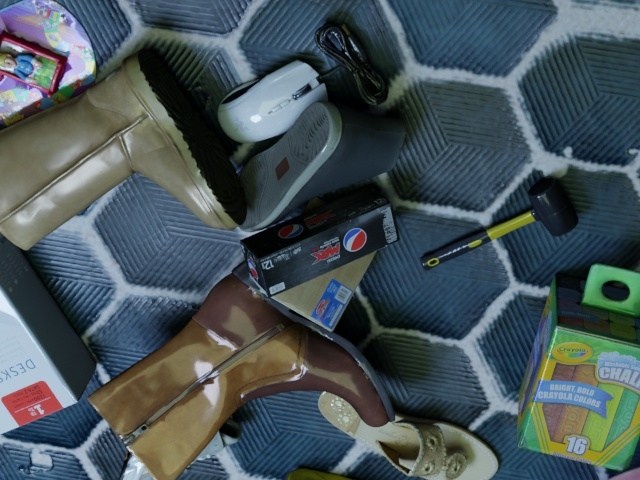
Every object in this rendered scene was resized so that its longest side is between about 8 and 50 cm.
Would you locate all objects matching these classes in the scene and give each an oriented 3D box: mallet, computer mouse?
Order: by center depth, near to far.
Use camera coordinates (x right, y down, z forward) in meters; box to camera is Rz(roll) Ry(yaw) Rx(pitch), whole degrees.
[{"bbox_3d":[-0.030,-0.158,1.711,0.193,0.042,0.106,-28,110,20],"label":"computer mouse"},{"bbox_3d":[0.204,-0.002,1.760,0.190,0.039,0.062,-32,110,26],"label":"mallet"}]

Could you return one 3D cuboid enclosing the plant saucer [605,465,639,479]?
[{"bbox_3d":[0.427,0.376,1.814,0.332,0.084,0.332,-4,137,-4],"label":"plant saucer"}]

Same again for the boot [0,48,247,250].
[{"bbox_3d":[-0.244,-0.062,1.759,0.269,0.089,0.236,-30,93,23],"label":"boot"}]

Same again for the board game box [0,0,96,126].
[{"bbox_3d":[-0.338,-0.194,1.745,0.169,0.033,0.133,-19,112,17],"label":"board game box"}]

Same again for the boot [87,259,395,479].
[{"bbox_3d":[-0.085,0.191,1.798,0.280,0.096,0.264,-43,104,-3],"label":"boot"}]

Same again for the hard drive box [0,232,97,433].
[{"bbox_3d":[-0.412,0.113,1.877,0.181,0.089,0.232,-24,110,19],"label":"hard drive box"}]

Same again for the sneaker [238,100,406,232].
[{"bbox_3d":[-0.002,-0.070,1.730,0.118,0.083,0.222,5,150,-35],"label":"sneaker"}]

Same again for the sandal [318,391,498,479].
[{"bbox_3d":[0.102,0.253,1.872,0.240,0.079,0.088,28,117,-6],"label":"sandal"}]

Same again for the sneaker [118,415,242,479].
[{"bbox_3d":[-0.167,0.248,1.905,0.121,0.099,0.262,23,118,-8],"label":"sneaker"}]

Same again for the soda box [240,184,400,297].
[{"bbox_3d":[0.000,0.000,1.731,0.169,0.060,0.053,-23,120,-14],"label":"soda box"}]

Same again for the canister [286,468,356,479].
[{"bbox_3d":[0.000,0.381,1.955,0.126,0.073,0.170,13,116,4],"label":"canister"}]

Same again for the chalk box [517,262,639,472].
[{"bbox_3d":[0.312,0.129,1.750,0.132,0.132,0.213,13,117,2],"label":"chalk box"}]

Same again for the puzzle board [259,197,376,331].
[{"bbox_3d":[0.002,0.027,1.773,0.096,0.011,0.128,31,77,-7],"label":"puzzle board"}]
